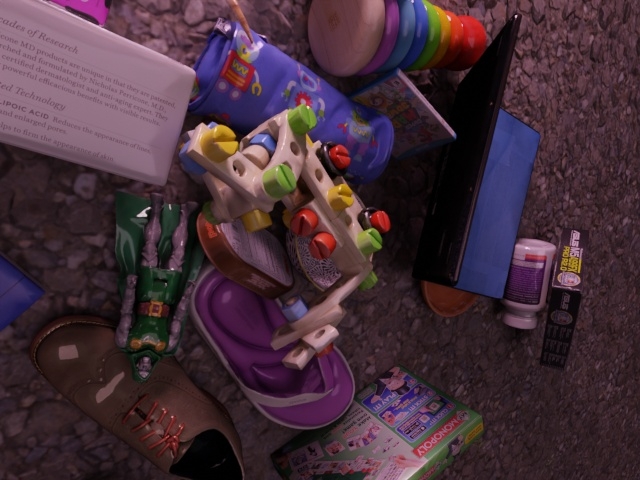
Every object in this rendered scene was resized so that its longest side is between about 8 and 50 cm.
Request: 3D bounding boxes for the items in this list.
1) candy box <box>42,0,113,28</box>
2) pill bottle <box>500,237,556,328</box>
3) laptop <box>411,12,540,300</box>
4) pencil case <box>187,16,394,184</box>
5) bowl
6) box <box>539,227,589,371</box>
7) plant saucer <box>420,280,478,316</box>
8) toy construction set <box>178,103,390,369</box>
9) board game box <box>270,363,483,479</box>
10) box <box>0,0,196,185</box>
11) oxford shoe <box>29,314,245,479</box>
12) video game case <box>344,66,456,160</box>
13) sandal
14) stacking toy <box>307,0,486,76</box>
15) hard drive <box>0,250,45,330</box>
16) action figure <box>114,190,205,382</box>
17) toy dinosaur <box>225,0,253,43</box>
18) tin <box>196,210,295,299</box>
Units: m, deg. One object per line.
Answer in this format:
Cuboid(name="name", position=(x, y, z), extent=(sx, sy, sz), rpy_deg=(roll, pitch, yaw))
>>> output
Cuboid(name="candy box", position=(-0.310, -0.332, 0.436), extent=(0.233, 0.071, 0.159), rpy_deg=(17, 93, -36))
Cuboid(name="pill bottle", position=(0.471, 0.099, 1.052), extent=(0.108, 0.108, 0.194), rpy_deg=(-6, 105, -33))
Cuboid(name="laptop", position=(0.326, -0.090, 0.803), extent=(0.236, 0.408, 0.382), rpy_deg=(14, 88, 1))
Cuboid(name="pencil case", position=(-0.034, -0.182, 0.633), extent=(0.306, 0.119, 0.133), rpy_deg=(19, 80, -36))
Cuboid(name="bowl", position=(0.000, 0.000, 0.715), extent=(0.170, 0.080, 0.170), rpy_deg=(6, 82, -44))
Cuboid(name="box", position=(0.579, 0.139, 1.084), extent=(0.216, 0.060, 0.270), rpy_deg=(-53, 142, -42))
Cuboid(name="plant saucer", position=(0.279, 0.060, 0.956), extent=(0.199, 0.037, 0.200), rpy_deg=(-9, 106, -31))
Cuboid(name="toy construction set", position=(-0.022, -0.011, 0.542), extent=(0.215, 0.151, 0.328), rpy_deg=(-56, 132, -50))
Cuboid(name="board game box", position=(0.098, 0.360, 0.805), extent=(0.317, 0.213, 0.046), rpy_deg=(-26, 116, -25))
Cuboid(name="box", position=(-0.249, -0.143, 0.459), extent=(0.181, 0.181, 0.119), rpy_deg=(15, 93, -35))
Cuboid(name="oxford shoe", position=(-0.216, 0.222, 0.607), extent=(0.123, 0.130, 0.348), rpy_deg=(-50, 123, -12))
Cuboid(name="video game case", position=(0.125, -0.196, 0.738), extent=(0.166, 0.119, 0.015), rpy_deg=(33, 57, -35))
Cuboid(name="sandal", position=(-0.061, 0.194, 0.722), extent=(0.169, 0.102, 0.416), rpy_deg=(-48, 124, -14))
Cuboid(name="stacking toy", position=(0.145, -0.327, 0.720), extent=(0.330, 0.141, 0.141), rpy_deg=(-13, 110, -38))
Cuboid(name="hard drive", position=(-0.478, 0.018, 0.433), extent=(0.210, 0.040, 0.319), rpy_deg=(-45, 123, -16))
Cuboid(name="action figure", position=(-0.206, 0.060, 0.578), extent=(0.137, 0.063, 0.232), rpy_deg=(11, 77, -24))
Cuboid(name="toy dinosaur", position=(-0.106, -0.328, 0.534), extent=(0.112, 0.064, 0.212), rpy_deg=(12, 56, 0))
Cuboid(name="tin", position=(-0.096, 0.017, 0.635), extent=(0.040, 0.106, 0.189), rpy_deg=(-24, 148, 18))
